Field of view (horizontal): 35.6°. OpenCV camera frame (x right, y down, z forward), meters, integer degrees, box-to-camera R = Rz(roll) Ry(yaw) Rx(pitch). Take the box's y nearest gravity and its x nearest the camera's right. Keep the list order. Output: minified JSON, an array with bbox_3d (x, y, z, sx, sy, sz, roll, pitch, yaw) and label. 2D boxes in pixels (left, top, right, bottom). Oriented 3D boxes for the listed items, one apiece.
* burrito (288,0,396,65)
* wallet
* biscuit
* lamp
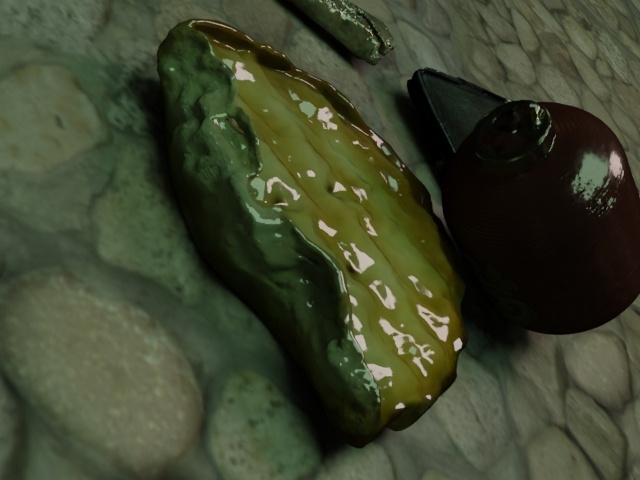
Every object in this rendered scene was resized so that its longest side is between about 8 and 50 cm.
[{"bbox_3d":[0.005,-0.242,1.037,0.171,0.042,0.051,36,44,-20],"label":"burrito"},{"bbox_3d":[0.214,-0.103,1.156,0.318,0.045,0.172,5,56,-51],"label":"wallet"},{"bbox_3d":[0.000,0.000,0.751,0.329,0.078,0.335,34,35,-31],"label":"biscuit"},{"bbox_3d":[0.201,-0.021,0.909,0.258,0.180,0.180,55,23,-40],"label":"lamp"}]
